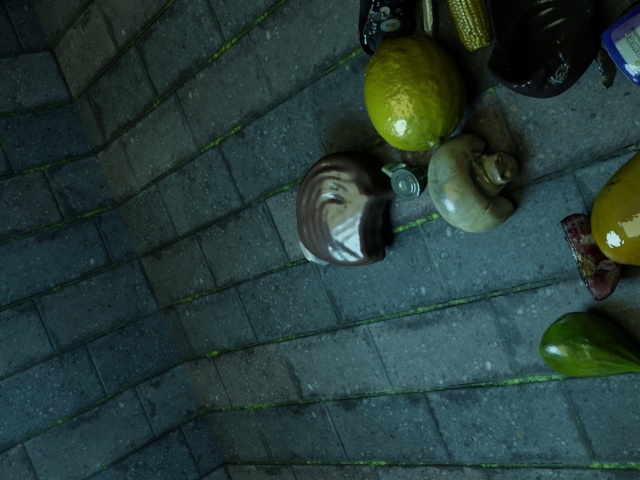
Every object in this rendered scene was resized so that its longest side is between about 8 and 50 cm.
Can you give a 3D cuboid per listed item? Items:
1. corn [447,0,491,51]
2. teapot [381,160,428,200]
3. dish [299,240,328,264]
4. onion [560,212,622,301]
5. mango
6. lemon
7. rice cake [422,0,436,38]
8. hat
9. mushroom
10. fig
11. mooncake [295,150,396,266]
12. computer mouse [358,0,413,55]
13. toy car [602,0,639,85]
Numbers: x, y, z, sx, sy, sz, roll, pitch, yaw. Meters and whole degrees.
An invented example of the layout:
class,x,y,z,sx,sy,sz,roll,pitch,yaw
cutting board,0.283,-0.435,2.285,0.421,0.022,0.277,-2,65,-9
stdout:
class,x,y,z,sx,sy,sz,roll,pitch,yaw
corn,0.334,-0.572,1.722,0.091,0.091,0.260,6,118,64
teapot,0.242,-0.176,2.006,0.124,0.091,0.092,55,138,4
dish,0.000,0.000,2.366,0.234,0.064,0.154,-32,84,50
onion,0.625,0.026,1.690,0.098,0.151,0.206,-23,103,16
mango,0.690,-0.085,1.516,0.211,0.173,0.317,42,122,33
lemon,0.226,-0.365,1.817,0.245,0.245,0.320,-40,64,48
rice cake,0.263,-0.603,1.825,0.033,0.033,0.208,6,114,35
hat,0.494,-0.431,1.590,0.238,0.209,0.336,-19,59,34
mushroom,0.366,-0.136,1.817,0.195,0.189,0.254,-25,93,52
fig,0.635,0.242,1.739,0.233,0.167,0.167,-13,99,26
mooncake,0.076,-0.077,2.134,0.334,0.174,0.326,52,123,14
computer mouse,0.162,-0.581,1.873,0.096,0.137,0.233,54,144,44
toy car,0.660,-0.403,1.400,0.172,0.158,0.235,58,139,9
